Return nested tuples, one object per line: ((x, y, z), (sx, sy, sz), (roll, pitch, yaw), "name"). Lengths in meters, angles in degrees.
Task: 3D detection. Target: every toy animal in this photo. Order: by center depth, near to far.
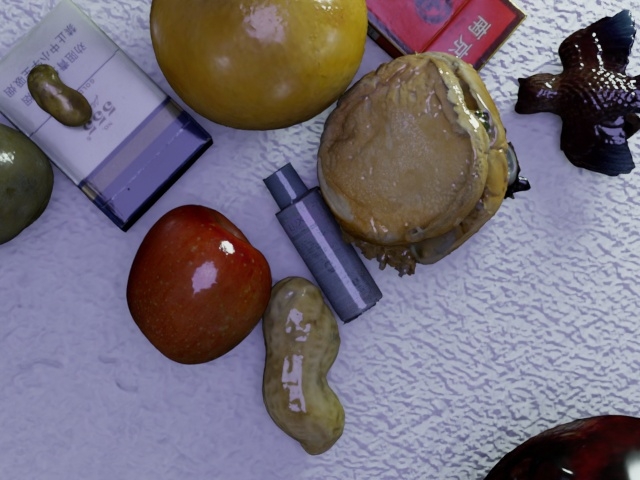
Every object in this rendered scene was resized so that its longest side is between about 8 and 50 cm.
((0.351, -0.192, 1.519), (0.180, 0.116, 0.218), (0, 95, -7), "toy animal")

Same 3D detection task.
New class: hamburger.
((0.117, -0.092, 1.432), (0.146, 0.243, 0.286), (5, 98, -47), "hamburger")

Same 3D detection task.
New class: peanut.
((-0.024, 0.159, 1.477), (0.103, 0.098, 0.229), (-2, 91, 5), "peanut")

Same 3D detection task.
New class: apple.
((-0.151, 0.051, 1.428), (0.181, 0.181, 0.168), (44, 98, -3), "apple")

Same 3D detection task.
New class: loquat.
((-0.076, -0.256, 1.403), (0.263, 0.263, 0.263), (0, 88, -6), "loquat")

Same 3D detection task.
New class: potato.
((-0.432, -0.063, 1.386), (0.160, 0.235, 0.178), (49, 122, 28), "potato")
((-0.318, -0.173, 1.410), (0.092, 0.046, 0.045), (43, 50, -11), "potato")

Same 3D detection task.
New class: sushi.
((0.212, -0.100, 1.517), (0.098, 0.084, 0.094), (-4, 85, -11), "sushi")

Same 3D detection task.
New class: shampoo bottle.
((0.000, 0.000, 1.500), (0.072, 0.072, 0.214), (-32, 92, -6), "shampoo bottle")

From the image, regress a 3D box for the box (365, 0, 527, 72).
((0.129, -0.313, 1.521), (0.240, 0.074, 0.153), (42, 81, -5), "box")

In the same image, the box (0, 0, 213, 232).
((-0.281, -0.157, 1.471), (0.168, 0.071, 0.259), (-45, 94, -5), "box")

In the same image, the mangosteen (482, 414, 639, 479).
((0.337, 0.420, 1.390), (0.381, 0.381, 0.421), (-18, 123, -7), "mangosteen")
